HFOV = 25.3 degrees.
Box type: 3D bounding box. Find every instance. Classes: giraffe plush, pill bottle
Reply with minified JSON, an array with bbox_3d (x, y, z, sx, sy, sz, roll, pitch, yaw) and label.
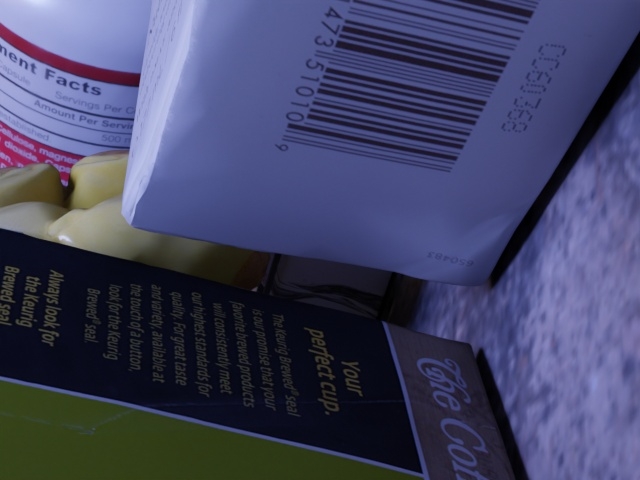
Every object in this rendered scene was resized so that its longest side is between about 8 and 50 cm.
[{"bbox_3d":[-0.101,0.060,0.642,0.210,0.181,0.170,-40,-55,-64],"label":"giraffe plush"},{"bbox_3d":[-0.152,-0.140,1.037,0.407,0.229,0.229,110,165,-44],"label":"pill bottle"}]

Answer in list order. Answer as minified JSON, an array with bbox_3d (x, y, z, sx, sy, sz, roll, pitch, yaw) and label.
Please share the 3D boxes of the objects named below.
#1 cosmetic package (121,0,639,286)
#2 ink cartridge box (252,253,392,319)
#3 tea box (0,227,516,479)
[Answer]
[{"bbox_3d":[0.026,-0.199,0.595,0.217,0.156,0.385,114,162,-44],"label":"cosmetic package"},{"bbox_3d":[0.000,0.000,0.724,0.099,0.056,0.135,-114,40,-67],"label":"ink cartridge box"},{"bbox_3d":[-0.104,0.167,0.426,0.329,0.324,0.220,-100,27,-60],"label":"tea box"}]
